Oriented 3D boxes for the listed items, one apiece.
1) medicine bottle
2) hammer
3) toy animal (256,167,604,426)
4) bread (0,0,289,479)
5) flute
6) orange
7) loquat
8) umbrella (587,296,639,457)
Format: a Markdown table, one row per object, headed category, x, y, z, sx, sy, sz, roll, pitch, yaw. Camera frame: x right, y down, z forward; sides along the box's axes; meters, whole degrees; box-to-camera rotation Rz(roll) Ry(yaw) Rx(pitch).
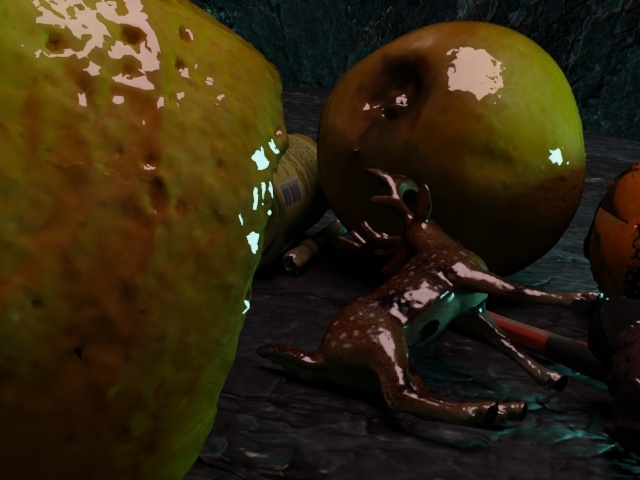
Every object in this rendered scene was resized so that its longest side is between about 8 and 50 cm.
| category | x | y | z | sx | sy | sz | roll | pitch | yaw |
| --- | --- | --- | --- | --- | --- | --- | --- | --- | --- |
| medicine bottle | -0.061 | -0.047 | 0.997 | 0.124 | 0.124 | 0.239 | 11 | 13 | 13 |
| hammer | 0.188 | 0.085 | 0.765 | 0.288 | 0.033 | 0.111 | 19 | 17 | 39 |
| toy animal | 0.073 | 0.033 | 0.719 | 0.260 | 0.087 | 0.243 | 26 | 35 | 37 |
| bread | -0.133 | 0.002 | 0.421 | 0.172 | 0.312 | 0.312 | 15 | 11 | -17 |
| flute | 0.000 | 0.000 | 1.027 | 0.027 | 0.027 | 0.233 | 11 | 14 | 14 |
| orange | 0.361 | 0.014 | 0.871 | 0.234 | 0.182 | 0.234 | 19 | 7 | -2 |
| loquat | 0.142 | -0.088 | 0.974 | 0.275 | 0.275 | 0.275 | 7 | 14 | -2 |
| umbrella | 0.226 | 0.110 | 0.550 | 0.094 | 0.090 | 0.326 | 6 | 17 | -8 |
